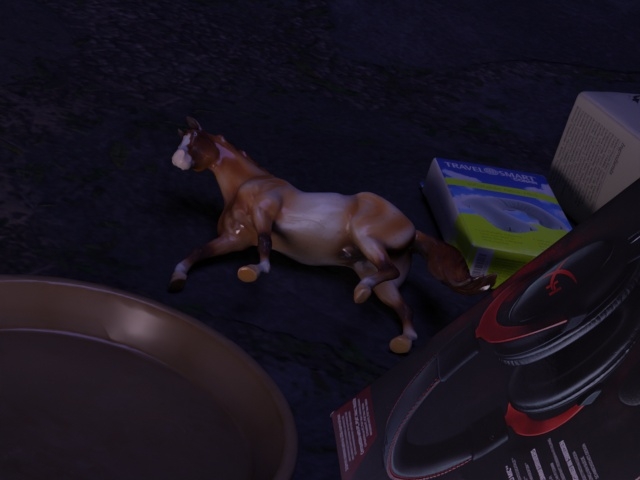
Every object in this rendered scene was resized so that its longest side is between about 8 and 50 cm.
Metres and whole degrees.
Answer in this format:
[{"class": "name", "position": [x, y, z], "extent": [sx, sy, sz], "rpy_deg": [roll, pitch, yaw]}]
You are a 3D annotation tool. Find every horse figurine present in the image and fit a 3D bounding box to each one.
[{"class": "horse figurine", "position": [0.000, 0.000, 1.213], "extent": [0.263, 0.066, 0.174], "rpy_deg": [13, 32, 0]}]

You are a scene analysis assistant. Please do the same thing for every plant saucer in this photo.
[{"class": "plant saucer", "position": [-0.151, 0.106, 0.946], "extent": [0.278, 0.041, 0.278], "rpy_deg": [13, 26, -6]}]

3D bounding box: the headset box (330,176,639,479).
[{"class": "headset box", "position": [0.133, 0.117, 0.846], "extent": [0.110, 0.293, 0.218], "rpy_deg": [44, 18, -24]}]

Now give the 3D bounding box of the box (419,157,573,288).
[{"class": "box", "position": [0.154, -0.016, 1.354], "extent": [0.109, 0.042, 0.178], "rpy_deg": [9, 28, -14]}]

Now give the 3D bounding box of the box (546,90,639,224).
[{"class": "box", "position": [0.316, -0.022, 1.382], "extent": [0.094, 0.113, 0.275], "rpy_deg": [0, 32, -32]}]
